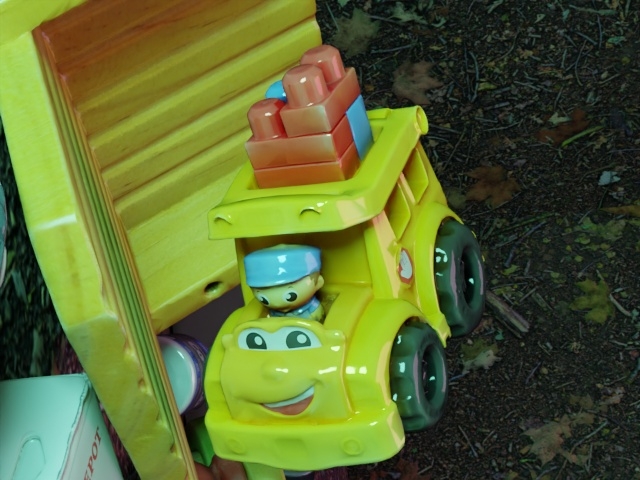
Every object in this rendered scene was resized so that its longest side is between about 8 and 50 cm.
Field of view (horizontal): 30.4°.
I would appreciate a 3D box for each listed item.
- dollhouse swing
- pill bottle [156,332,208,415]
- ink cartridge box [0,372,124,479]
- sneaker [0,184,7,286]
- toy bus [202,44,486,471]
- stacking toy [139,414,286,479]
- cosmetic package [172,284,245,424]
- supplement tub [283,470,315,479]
[{"bbox_3d":[-0.067,-0.051,0.806,0.305,0.315,0.347,47,-20,37],"label":"dollhouse swing"},{"bbox_3d":[-0.139,0.124,1.080,0.137,0.078,0.078,26,59,-84],"label":"pill bottle"},{"bbox_3d":[-0.163,0.209,0.682,0.158,0.092,0.218,-87,172,-56],"label":"ink cartridge box"},{"bbox_3d":[-0.202,0.076,0.524,0.110,0.107,0.275,120,-26,-65],"label":"sneaker"},{"bbox_3d":[0.000,0.000,0.723,0.220,0.149,0.211,-60,140,-50],"label":"toy bus"},{"bbox_3d":[-0.127,0.322,1.144,0.279,0.130,0.309,-158,-117,-67],"label":"stacking toy"},{"bbox_3d":[-0.068,0.090,1.447,0.365,0.155,0.197,-76,160,-76],"label":"cosmetic package"},{"bbox_3d":[-0.058,0.328,1.334,0.106,0.106,0.198,-82,-177,-68],"label":"supplement tub"}]
